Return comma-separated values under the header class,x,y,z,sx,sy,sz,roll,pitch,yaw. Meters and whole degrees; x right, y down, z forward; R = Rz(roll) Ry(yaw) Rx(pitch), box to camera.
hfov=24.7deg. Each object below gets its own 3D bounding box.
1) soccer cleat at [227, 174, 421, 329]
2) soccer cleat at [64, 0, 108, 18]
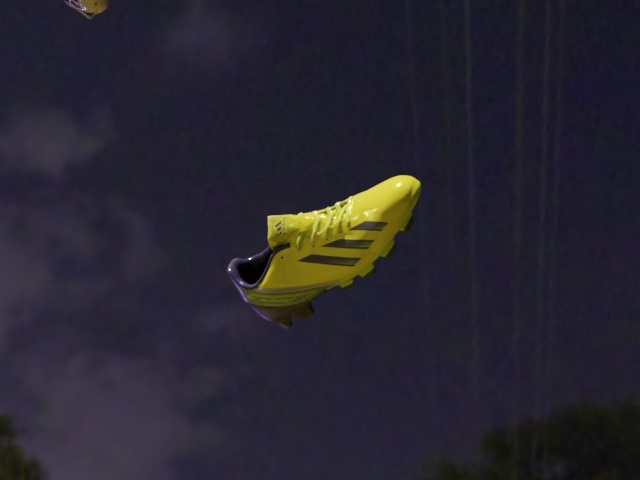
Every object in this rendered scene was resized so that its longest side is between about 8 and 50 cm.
class,x,y,z,sx,sy,sz,roll,pitch,yaw
soccer cleat,-0.001,0.001,1.710,0.121,0.093,0.289,43,-52,-11
soccer cleat,-0.163,-0.179,1.035,0.035,0.029,0.083,46,-20,-11
